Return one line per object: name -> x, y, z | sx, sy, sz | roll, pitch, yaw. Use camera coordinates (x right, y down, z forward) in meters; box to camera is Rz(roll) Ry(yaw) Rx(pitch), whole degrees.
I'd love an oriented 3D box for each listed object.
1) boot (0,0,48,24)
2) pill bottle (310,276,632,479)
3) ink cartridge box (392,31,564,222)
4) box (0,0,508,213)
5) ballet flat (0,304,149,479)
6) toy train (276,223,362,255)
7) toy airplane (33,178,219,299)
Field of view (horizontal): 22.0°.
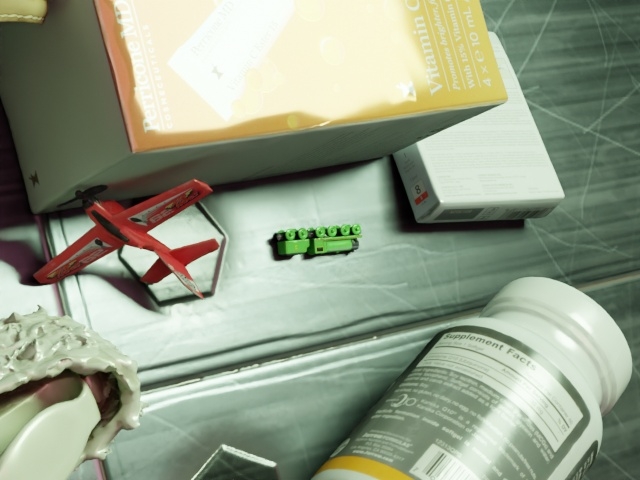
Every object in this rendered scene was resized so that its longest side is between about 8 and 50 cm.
boot -> -0.298, -0.084, 1.064 | 0.262, 0.095, 0.204 | -6, 100, -30
pill bottle -> 0.120, 0.162, 1.282 | 0.162, 0.162, 0.278 | 53, 54, -11
ink cartridge box -> 0.120, -0.102, 1.442 | 0.145, 0.045, 0.179 | -3, 61, -35
box -> -0.059, -0.164, 1.241 | 0.345, 0.168, 0.215 | -11, 84, -36
ballet flat -> -0.269, 0.165, 1.011 | 0.409, 0.147, 0.147 | -37, 99, -36
toy train -> 0.000, 0.000, 1.332 | 0.083, 0.017, 0.024 | -4, 89, -36
toy airplane -> -0.128, -0.001, 1.186 | 0.151, 0.151, 0.028 | 15, 44, -31
